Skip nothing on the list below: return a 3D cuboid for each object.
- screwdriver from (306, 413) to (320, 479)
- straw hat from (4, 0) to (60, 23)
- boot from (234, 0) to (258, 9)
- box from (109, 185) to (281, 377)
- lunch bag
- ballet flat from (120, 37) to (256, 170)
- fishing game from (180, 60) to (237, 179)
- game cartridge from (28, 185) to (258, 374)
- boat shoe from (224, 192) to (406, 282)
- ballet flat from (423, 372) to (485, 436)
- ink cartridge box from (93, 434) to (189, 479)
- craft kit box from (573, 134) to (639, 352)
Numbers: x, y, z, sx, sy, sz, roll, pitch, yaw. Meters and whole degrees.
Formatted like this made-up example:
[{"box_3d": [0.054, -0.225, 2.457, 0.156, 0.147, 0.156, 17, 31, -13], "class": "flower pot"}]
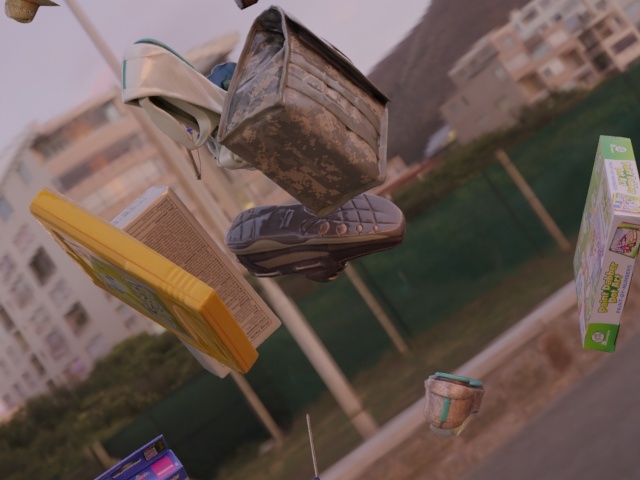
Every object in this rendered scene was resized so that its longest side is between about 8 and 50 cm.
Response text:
[{"box_3d": [-0.011, 0.356, 1.926, 0.025, 0.170, 0.024, -14, -1, 2], "class": "screwdriver"}, {"box_3d": [-0.597, -0.466, 2.456, 0.144, 0.144, 0.061, 0, -70, -82], "class": "straw hat"}, {"box_3d": [-0.089, -0.420, 1.623, 0.106, 0.082, 0.219, -25, -46, -12], "class": "boot"}, {"box_3d": [-0.225, 0.069, 2.087, 0.148, 0.311, 0.121, -41, 16, -15], "class": "box"}, {"box_3d": [-0.015, -0.222, 1.948, 0.169, 0.235, 0.287, -30, 38, 34], "class": "lunch bag"}, {"box_3d": [-0.179, -0.196, 2.102, 0.139, 0.400, 0.139, -34, 42, 36], "class": "ballet flat"}, {"box_3d": [-0.168, -0.237, 2.289, 0.041, 0.189, 0.264, 13, 47, 30], "class": "fishing game"}, {"box_3d": [-0.252, 0.069, 1.809, 0.053, 0.323, 0.285, -52, -25, -14], "class": "game cartridge"}, {"box_3d": [0.000, 0.000, 2.269, 0.355, 0.130, 0.132, -3, 42, 27], "class": "boat shoe"}, {"box_3d": [0.220, 0.283, 2.123, 0.107, 0.106, 0.316, 9, -5, 15], "class": "ballet flat"}, {"box_3d": [-0.333, 0.533, 2.412, 0.185, 0.065, 0.311, -31, -45, -18], "class": "ink cartridge box"}, {"box_3d": [0.447, 0.002, 1.917, 0.250, 0.061, 0.247, -79, -3, -58], "class": "craft kit box"}]
